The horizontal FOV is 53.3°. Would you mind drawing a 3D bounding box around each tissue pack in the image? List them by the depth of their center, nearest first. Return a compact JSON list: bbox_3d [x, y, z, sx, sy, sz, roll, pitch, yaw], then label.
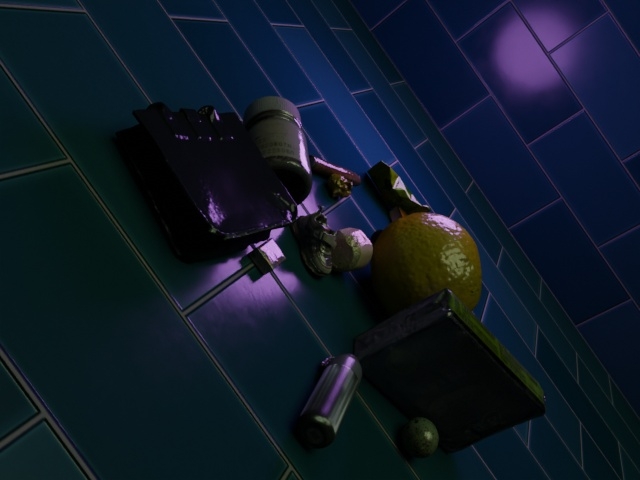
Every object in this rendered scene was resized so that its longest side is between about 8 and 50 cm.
[{"bbox_3d":[-0.117,0.034,1.418,0.063,0.035,0.083,53,26,-3],"label":"tissue pack"},{"bbox_3d":[0.308,0.319,1.524,0.394,0.288,0.124,45,31,-22],"label":"tissue pack"}]

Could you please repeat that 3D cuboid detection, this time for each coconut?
[{"bbox_3d":[0.075,0.026,1.670,0.116,0.116,0.122,61,27,10],"label":"coconut"}]

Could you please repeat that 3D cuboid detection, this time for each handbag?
[{"bbox_3d":[-0.229,-0.130,1.313,0.303,0.122,0.329,-17,73,-57],"label":"handbag"}]

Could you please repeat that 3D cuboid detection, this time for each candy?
[{"bbox_3d":[0.258,-0.164,2.206,0.069,0.149,0.246,-43,98,-28],"label":"candy"}]

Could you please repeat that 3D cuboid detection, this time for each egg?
[{"bbox_3d":[0.229,0.451,1.467,0.085,0.085,0.110,54,10,-3],"label":"egg"}]

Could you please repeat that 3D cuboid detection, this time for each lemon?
[{"bbox_3d":[0.288,0.084,1.741,0.336,0.336,0.336,40,30,-29],"label":"lemon"}]

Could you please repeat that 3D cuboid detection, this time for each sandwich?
[{"bbox_3d":[0.297,-0.010,2.151,0.193,0.058,0.162,49,27,-11],"label":"sandwich"}]

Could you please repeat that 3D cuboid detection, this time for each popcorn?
[{"bbox_3d":[0.053,-0.154,1.912,0.084,0.084,0.084,40,30,-29],"label":"popcorn"}]

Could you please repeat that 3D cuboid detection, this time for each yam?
[{"bbox_3d":[0.044,-0.211,1.965,0.264,0.046,0.046,14,48,-54],"label":"yam"}]

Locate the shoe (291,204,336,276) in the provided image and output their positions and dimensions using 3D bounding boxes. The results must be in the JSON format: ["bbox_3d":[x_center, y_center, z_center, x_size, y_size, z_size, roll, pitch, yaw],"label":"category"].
[{"bbox_3d":[0.000,0.000,1.590,0.089,0.092,0.180,15,47,-54],"label":"shoe"}]

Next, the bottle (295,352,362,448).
[{"bbox_3d":[0.017,0.311,1.284,0.096,0.079,0.254,19,25,12],"label":"bottle"}]

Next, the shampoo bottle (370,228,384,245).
[{"bbox_3d":[0.239,0.042,1.992,0.207,0.057,0.063,41,22,-32],"label":"shampoo bottle"}]

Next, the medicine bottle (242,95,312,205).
[{"bbox_3d":[-0.113,-0.218,1.573,0.165,0.165,0.273,34,32,-37],"label":"medicine bottle"}]
